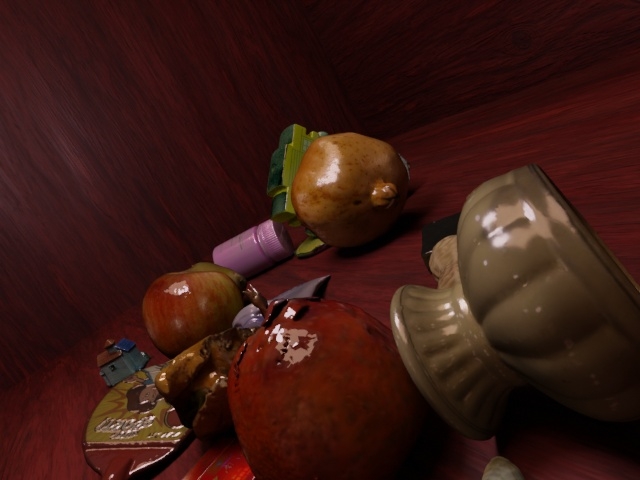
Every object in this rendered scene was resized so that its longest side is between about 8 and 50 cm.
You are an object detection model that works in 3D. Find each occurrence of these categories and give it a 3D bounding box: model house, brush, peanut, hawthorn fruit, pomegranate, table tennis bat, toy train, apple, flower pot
[{"bbox_3d":[-0.685,0.392,1.634,0.148,0.149,0.119,-26,13,7],"label":"model house"},{"bbox_3d":[0.308,-0.002,1.170,0.123,0.059,0.197,-23,15,20],"label":"brush"},{"bbox_3d":[0.272,0.073,0.862,0.136,0.120,0.298,-31,15,18],"label":"peanut"},{"bbox_3d":[-0.014,0.190,0.668,0.276,0.307,0.276,-39,3,2],"label":"hawthorn fruit"},{"bbox_3d":[0.107,-0.153,1.518,0.409,0.410,0.410,-28,14,8],"label":"pomegranate"},{"bbox_3d":[-0.386,0.411,1.021,0.267,0.051,0.415,-4,28,8],"label":"table tennis bat"},{"bbox_3d":[-0.066,-0.243,1.886,0.179,0.272,0.443,-22,58,55],"label":"toy train"},{"bbox_3d":[-0.367,0.223,1.406,0.301,0.302,0.301,-28,14,8],"label":"apple"},{"bbox_3d":[0.236,0.083,0.578,0.244,0.307,0.307,-39,9,24],"label":"flower pot"}]

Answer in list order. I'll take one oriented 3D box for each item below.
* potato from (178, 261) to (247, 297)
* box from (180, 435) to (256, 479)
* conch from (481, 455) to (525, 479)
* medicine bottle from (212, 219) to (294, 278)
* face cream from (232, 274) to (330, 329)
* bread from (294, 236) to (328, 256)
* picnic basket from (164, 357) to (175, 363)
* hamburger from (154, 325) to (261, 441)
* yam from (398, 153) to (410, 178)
[{"bbox_3d":[-0.392,0.180,1.684,0.350,0.218,0.203,-17,57,34],"label":"potato"},{"bbox_3d":[-0.141,0.377,0.774,0.175,0.048,0.112,-16,20,45],"label":"box"},{"bbox_3d":[0.143,0.273,0.335,0.202,0.170,0.386,5,30,22],"label":"conch"},{"bbox_3d":[-0.270,0.044,1.950,0.290,0.178,0.178,-27,14,13],"label":"medicine bottle"},{"bbox_3d":[-0.108,0.191,1.302,0.234,0.137,0.420,-28,2,14],"label":"face cream"},{"bbox_3d":[0.000,0.000,1.857,0.228,0.034,0.228,-30,13,8],"label":"bread"},{"bbox_3d":[-0.428,0.390,1.253,0.164,0.080,0.115,-26,15,16],"label":"picnic basket"},{"bbox_3d":[-0.196,0.284,0.935,0.209,0.162,0.330,-37,-9,8],"label":"hamburger"},{"bbox_3d":[0.189,-0.241,1.923,0.241,0.241,0.348,-35,17,-18],"label":"yam"}]
